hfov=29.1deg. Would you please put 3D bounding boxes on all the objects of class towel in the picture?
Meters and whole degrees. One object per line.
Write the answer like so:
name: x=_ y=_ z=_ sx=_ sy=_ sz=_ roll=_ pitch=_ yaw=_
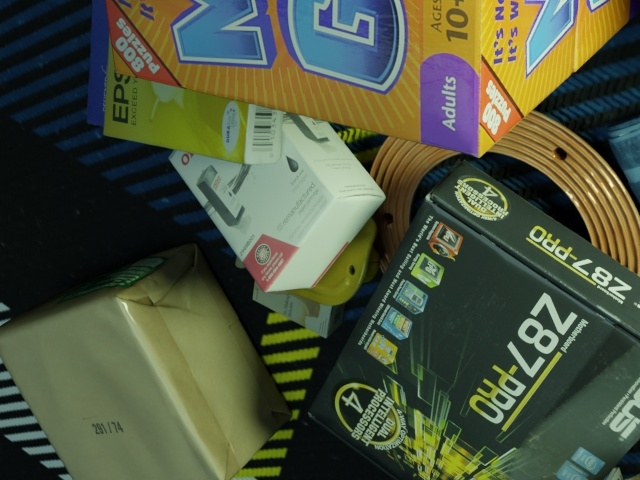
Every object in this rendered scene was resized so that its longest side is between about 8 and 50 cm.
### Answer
towel: x=0.329 y=-0.068 z=1.208 sx=0.067 sy=0.029 sz=0.119 roll=-20 pitch=104 yaw=43

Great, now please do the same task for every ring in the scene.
ring: x=0.199 y=-0.002 z=1.348 sx=0.336 sy=0.032 sz=0.336 roll=18 pitch=126 yaw=27

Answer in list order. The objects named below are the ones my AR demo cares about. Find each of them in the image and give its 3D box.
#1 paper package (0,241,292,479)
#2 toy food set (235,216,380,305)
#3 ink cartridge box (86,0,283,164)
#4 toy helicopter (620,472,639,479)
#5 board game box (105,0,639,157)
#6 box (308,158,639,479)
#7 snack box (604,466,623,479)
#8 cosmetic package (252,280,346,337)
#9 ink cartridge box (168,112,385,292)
paper package: x=-0.254 y=0.195 z=1.717 sx=0.325 sy=0.168 sz=0.309 roll=-18 pitch=106 yaw=43
toy food set: x=0.000 y=0.000 z=1.465 sx=0.218 sy=0.071 sz=0.128 roll=20 pitch=106 yaw=45
ink cartridge box: x=-0.165 y=-0.255 z=1.356 sx=0.307 sy=0.072 sz=0.303 roll=12 pitch=104 yaw=33
toy helicopter: x=0.328 y=0.271 z=1.258 sx=0.355 sy=0.140 sz=0.235 roll=-7 pitch=146 yaw=0
board game box: x=0.055 y=-0.331 z=1.019 sx=0.356 sy=0.356 sz=0.356 roll=16 pitch=126 yaw=28
box: x=0.190 y=0.149 z=1.361 sx=0.318 sy=0.097 sz=0.395 roll=35 pitch=132 yaw=8
snack box: x=0.353 y=0.354 z=1.434 sx=0.022 sy=0.064 sz=0.178 roll=-8 pitch=112 yaw=39
cosmetic package: x=-0.026 y=0.068 z=1.552 sx=0.115 sy=0.041 sz=0.060 roll=25 pitch=130 yaw=22
ink cartridge box: x=-0.054 y=-0.073 z=1.389 sx=0.218 sy=0.092 sz=0.158 roll=54 pitch=124 yaw=25
